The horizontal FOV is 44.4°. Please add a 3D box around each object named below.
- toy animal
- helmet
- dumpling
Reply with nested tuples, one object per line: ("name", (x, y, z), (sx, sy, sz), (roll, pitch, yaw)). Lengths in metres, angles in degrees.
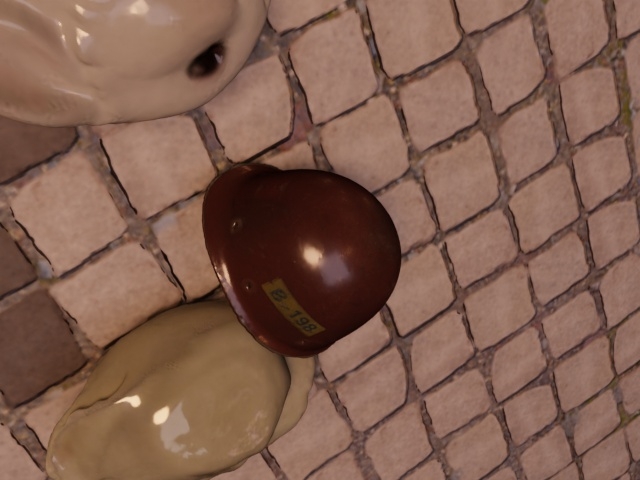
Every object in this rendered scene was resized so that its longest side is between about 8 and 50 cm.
("toy animal", (-0.180, -0.195, 0.439), (0.258, 0.194, 0.357), (-49, 135, -17))
("helmet", (0.000, 0.000, 0.619), (0.175, 0.106, 0.155), (52, 44, -15))
("dumpling", (-0.103, 0.133, 0.646), (0.250, 0.132, 0.162), (-30, 114, -32))
